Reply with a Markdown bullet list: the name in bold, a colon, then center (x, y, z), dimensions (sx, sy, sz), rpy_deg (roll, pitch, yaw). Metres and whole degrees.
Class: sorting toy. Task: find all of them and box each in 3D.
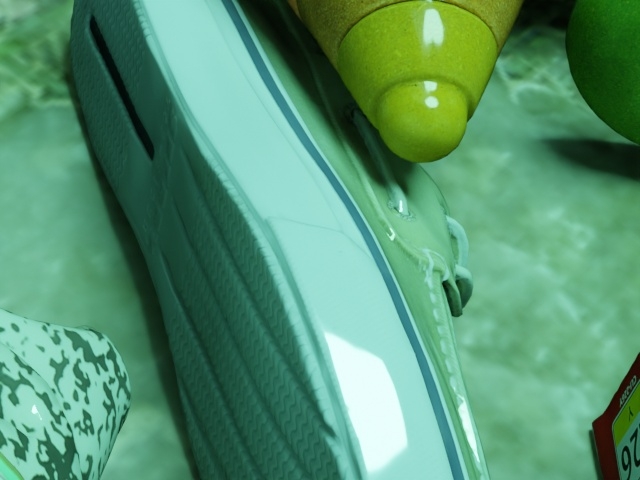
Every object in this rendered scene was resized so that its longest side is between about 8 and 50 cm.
- **sorting toy**: center (0.134, -0.041, 0.607), dimensions (0.365, 0.127, 0.126), rpy_deg (19, 49, -25)

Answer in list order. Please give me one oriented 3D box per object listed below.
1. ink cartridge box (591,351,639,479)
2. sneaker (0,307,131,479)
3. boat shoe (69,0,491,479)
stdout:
- **ink cartridge box**: center (0.196, 0.070, 0.419), dimensions (0.130, 0.309, 0.272), rpy_deg (5, 48, -13)
- **sneaker**: center (-0.232, 0.015, 0.479), dimensions (0.410, 0.158, 0.182), rpy_deg (27, 29, 3)
- **boat shoe**: center (0.000, 0.000, 0.563), dimensions (0.094, 0.109, 0.302), rpy_deg (-4, 48, -23)
